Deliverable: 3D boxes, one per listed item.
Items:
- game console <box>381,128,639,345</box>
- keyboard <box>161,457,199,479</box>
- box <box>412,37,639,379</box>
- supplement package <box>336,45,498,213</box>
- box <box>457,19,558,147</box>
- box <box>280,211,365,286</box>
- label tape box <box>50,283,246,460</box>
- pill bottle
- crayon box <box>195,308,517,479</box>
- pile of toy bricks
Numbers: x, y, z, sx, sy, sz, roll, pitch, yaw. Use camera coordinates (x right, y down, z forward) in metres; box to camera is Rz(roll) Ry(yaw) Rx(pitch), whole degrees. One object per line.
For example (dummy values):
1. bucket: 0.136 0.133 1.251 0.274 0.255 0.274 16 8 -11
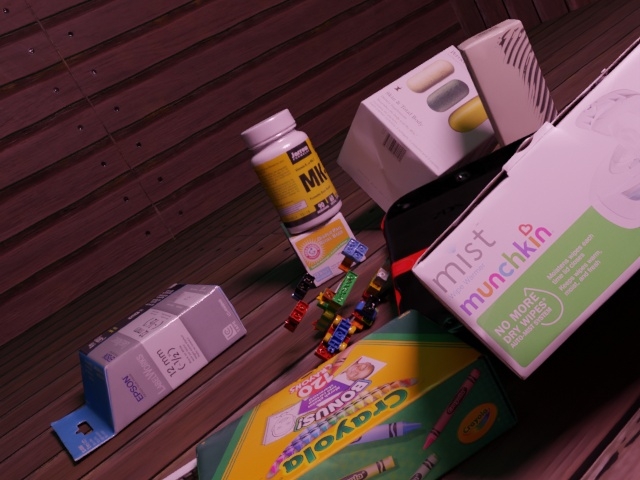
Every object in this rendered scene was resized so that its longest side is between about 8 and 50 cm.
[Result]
1. game console: 0.269 -0.022 0.816 0.387 0.060 0.342 -26 32 14
2. keyboard: -0.147 0.272 0.682 0.256 0.072 0.014 -31 47 -9
3. box: 0.216 -0.020 0.567 0.262 0.127 0.231 -45 -11 2
4. supplement package: 0.209 -0.204 1.226 0.263 0.199 0.198 -37 -14 -27
5. box: 0.318 -0.204 0.994 0.094 0.275 0.113 -25 16 15
6. box: 0.000 0.000 1.250 0.114 0.103 0.203 -30 14 -3
7. label tape box: -0.339 0.217 1.138 0.348 0.115 0.249 -35 15 -27
8. pill bottle: -0.056 -0.128 1.160 0.119 0.208 0.119 -27 14 7
9. crayon box: 0.023 0.188 0.601 0.279 0.081 0.165 -31 14 -8
10. pile of toy bricks: 0.019 0.097 0.922 0.212 0.118 0.105 -54 -5 -41
